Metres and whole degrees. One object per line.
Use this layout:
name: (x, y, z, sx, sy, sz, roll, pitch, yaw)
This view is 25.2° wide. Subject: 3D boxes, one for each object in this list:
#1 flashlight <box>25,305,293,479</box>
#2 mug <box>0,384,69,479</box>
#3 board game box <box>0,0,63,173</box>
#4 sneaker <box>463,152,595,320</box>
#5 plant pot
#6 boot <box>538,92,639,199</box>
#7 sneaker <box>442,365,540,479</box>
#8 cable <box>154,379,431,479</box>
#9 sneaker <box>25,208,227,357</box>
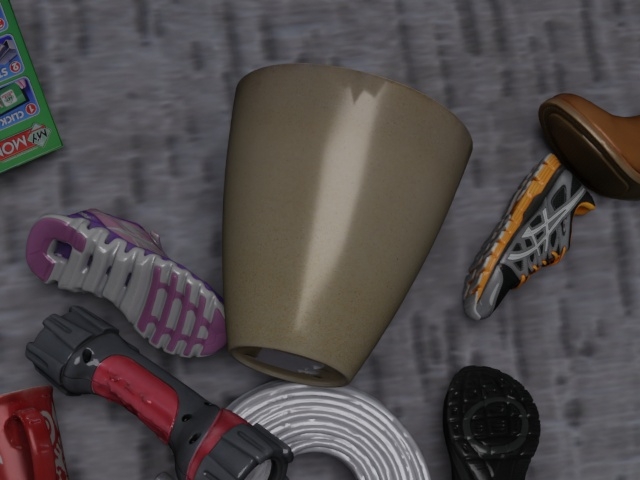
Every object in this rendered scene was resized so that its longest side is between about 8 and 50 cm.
flashlight: (-0.168, 0.170, 1.417, 0.304, 0.103, 0.103, 30, 72, 28)
mug: (-0.305, 0.240, 1.424, 0.113, 0.150, 0.169, -15, 83, -3)
board game box: (-0.446, -0.133, 1.467, 0.317, 0.046, 0.213, -27, 117, -22)
sneaker: (0.231, 0.004, 1.587, 0.083, 0.084, 0.215, 35, 73, -3)
plant pot: (0.000, 0.000, 1.457, 0.256, 0.256, 0.274, 17, 71, -3)
boot: (0.406, -0.135, 1.628, 0.283, 0.109, 0.220, 35, 75, 0)
sneaker: (0.172, 0.265, 1.499, 0.109, 0.130, 0.286, 7, 52, -13)
cable: (-0.010, 0.266, 1.482, 0.257, 0.089, 0.257, -32, 82, -14)
sneaker: (-0.188, 0.033, 1.510, 0.236, 0.104, 0.095, 29, 113, 7)
